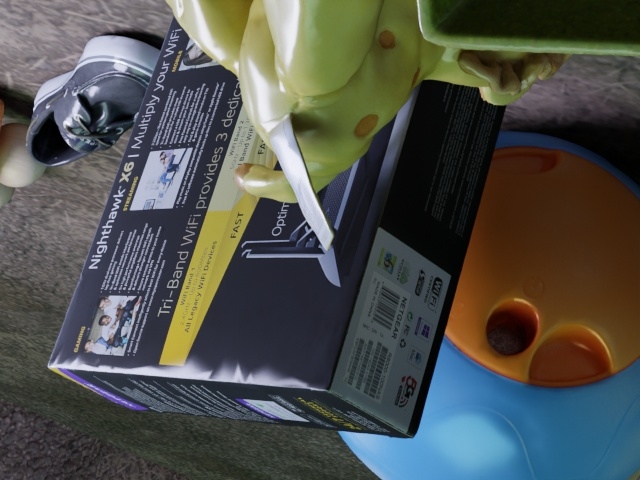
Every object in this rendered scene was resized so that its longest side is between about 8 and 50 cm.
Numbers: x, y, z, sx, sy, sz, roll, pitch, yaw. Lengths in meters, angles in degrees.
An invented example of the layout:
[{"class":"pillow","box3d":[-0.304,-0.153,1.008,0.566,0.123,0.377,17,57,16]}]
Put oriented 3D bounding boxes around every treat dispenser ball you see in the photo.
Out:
[{"class":"treat dispenser ball","box3d":[0.133,0.062,1.151,0.288,0.288,0.288,16,162,5]}]

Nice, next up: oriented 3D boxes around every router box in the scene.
[{"class":"router box","box3d":[-0.016,-0.044,0.944,0.243,0.309,0.081,0,156,44]}]

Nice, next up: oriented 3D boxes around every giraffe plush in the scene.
[{"class":"giraffe plush","box3d":[0.039,-0.118,0.703,0.170,0.210,0.181,-18,179,-22]}]

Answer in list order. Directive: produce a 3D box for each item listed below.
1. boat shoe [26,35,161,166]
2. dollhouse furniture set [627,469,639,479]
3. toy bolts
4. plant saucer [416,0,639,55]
[{"class":"boat shoe","box3d":[-0.192,-0.107,1.294,0.080,0.076,0.228,27,160,-27]},{"class":"dollhouse furniture set","box3d":[0.359,0.268,1.359,0.394,0.362,0.256,38,-163,27]},{"class":"toy bolts","box3d":[-0.363,-0.043,1.480,0.158,0.218,0.228,17,-179,-19]},{"class":"plant saucer","box3d":[0.120,-0.156,0.514,0.188,0.045,0.188,6,120,25]}]
